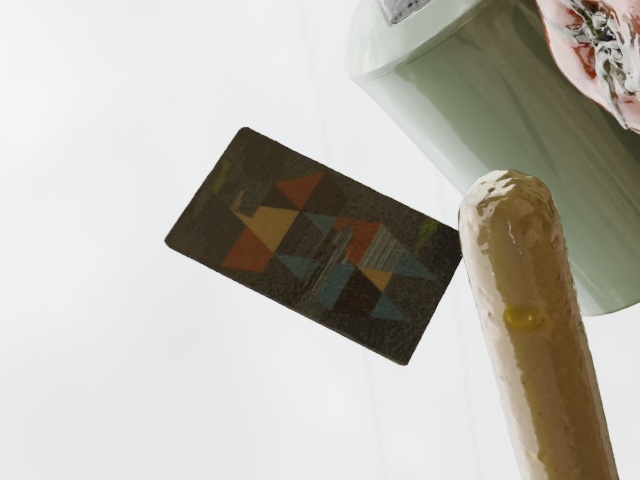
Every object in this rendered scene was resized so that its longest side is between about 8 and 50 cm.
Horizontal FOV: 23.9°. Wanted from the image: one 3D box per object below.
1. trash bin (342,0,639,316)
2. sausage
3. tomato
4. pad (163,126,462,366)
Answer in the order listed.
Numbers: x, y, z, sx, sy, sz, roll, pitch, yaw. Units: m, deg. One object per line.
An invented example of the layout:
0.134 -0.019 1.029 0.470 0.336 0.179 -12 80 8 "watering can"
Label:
0.226 -0.154 1.596 0.432 0.280 0.280 49 -130 -17 "trash bin"
0.137 0.099 0.888 0.066 0.066 0.301 -37 -61 -48 "sausage"
0.239 -0.178 1.151 0.095 0.237 0.236 -28 -63 -18 "tomato"
0.000 0.000 1.185 0.143 0.211 0.003 -59 -8 -35 "pad"
